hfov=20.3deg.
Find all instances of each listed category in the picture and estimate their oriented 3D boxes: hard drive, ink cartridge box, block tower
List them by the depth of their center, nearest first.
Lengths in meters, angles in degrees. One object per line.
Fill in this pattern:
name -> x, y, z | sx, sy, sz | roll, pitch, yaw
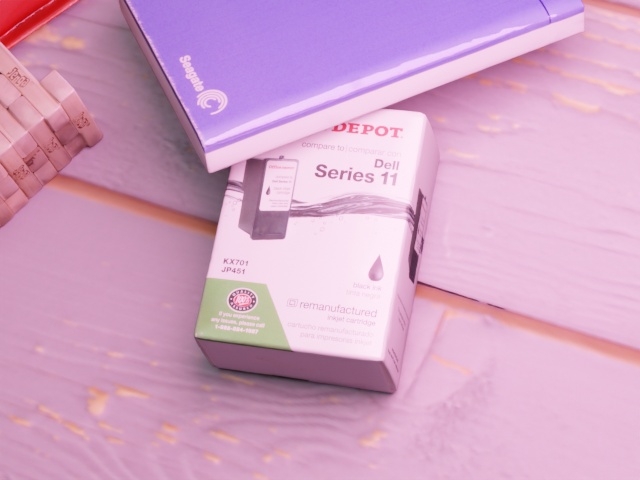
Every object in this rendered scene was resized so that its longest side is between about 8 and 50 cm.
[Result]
ink cartridge box -> 0.000, 0.000, 1.397 | 0.153, 0.087, 0.208 | 6, 69, 12
hard drive -> 0.020, -0.187, 1.431 | 0.319, 0.040, 0.210 | -21, 51, -11
block tower -> -0.339, -0.020, 1.466 | 0.335, 0.091, 0.097 | -42, 69, -7

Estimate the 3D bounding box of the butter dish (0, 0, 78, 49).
butter dish -> -0.297, -0.252, 1.531 | 0.160, 0.118, 0.160 | -36, 68, -4
